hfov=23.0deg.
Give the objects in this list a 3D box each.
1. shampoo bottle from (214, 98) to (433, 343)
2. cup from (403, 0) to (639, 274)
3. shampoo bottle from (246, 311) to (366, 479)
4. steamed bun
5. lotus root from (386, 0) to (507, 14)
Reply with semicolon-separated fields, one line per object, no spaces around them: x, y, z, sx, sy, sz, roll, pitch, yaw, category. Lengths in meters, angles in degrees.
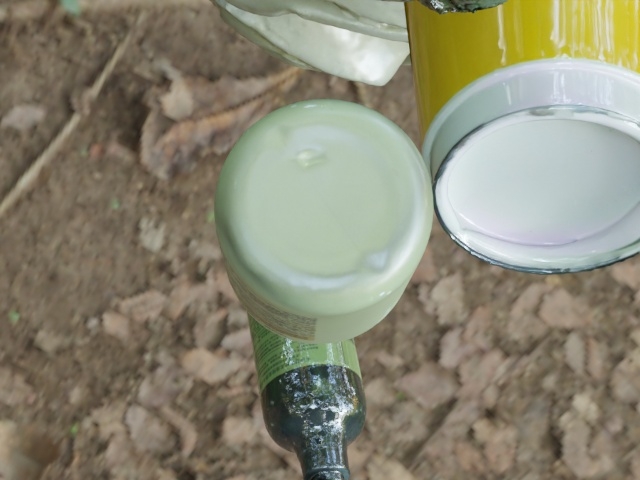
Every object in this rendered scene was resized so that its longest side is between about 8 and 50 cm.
0.000;0.000;0.626;0.079;0.162;0.079;0;80;-1;shampoo bottle
0.128;-0.128;0.891;0.196;0.196;0.279;18;48;-15;cup
-0.011;0.129;1.520;0.101;0.101;0.284;8;48;-22;shampoo bottle
0.007;-0.291;1.508;0.342;0.255;0.367;42;9;-10;steamed bun
0.021;-0.208;0.622;0.275;0.152;0.160;51;48;-37;lotus root
